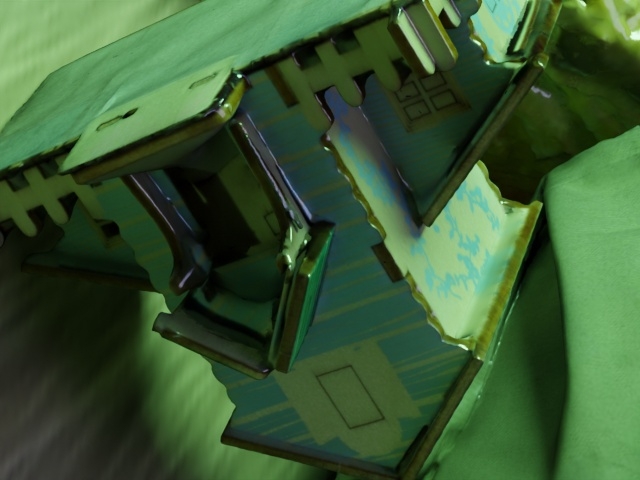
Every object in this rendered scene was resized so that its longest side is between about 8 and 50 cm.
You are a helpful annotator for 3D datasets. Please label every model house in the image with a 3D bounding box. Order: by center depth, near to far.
[{"bbox_3d":[0.000,0.000,0.790,0.206,0.271,0.178,58,28,-22],"label":"model house"}]

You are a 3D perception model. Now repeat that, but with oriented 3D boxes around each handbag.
[{"bbox_3d":[0.097,0.084,0.921,0.109,0.316,0.253,29,52,-20],"label":"handbag"}]

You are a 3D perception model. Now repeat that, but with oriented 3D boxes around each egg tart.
[{"bbox_3d":[0.108,-0.114,1.033,0.339,0.153,0.351,42,6,6],"label":"egg tart"}]
